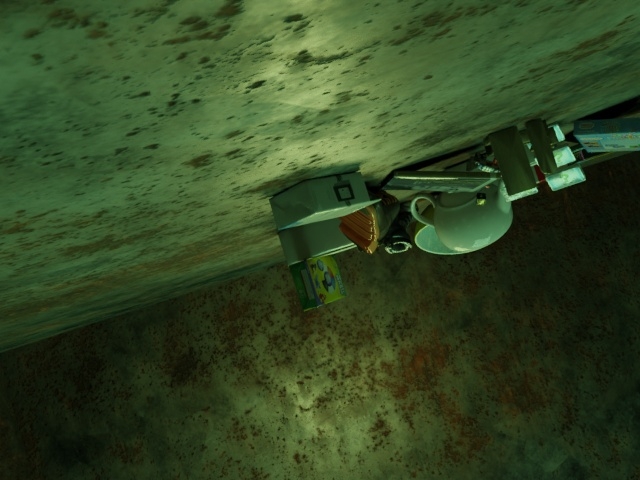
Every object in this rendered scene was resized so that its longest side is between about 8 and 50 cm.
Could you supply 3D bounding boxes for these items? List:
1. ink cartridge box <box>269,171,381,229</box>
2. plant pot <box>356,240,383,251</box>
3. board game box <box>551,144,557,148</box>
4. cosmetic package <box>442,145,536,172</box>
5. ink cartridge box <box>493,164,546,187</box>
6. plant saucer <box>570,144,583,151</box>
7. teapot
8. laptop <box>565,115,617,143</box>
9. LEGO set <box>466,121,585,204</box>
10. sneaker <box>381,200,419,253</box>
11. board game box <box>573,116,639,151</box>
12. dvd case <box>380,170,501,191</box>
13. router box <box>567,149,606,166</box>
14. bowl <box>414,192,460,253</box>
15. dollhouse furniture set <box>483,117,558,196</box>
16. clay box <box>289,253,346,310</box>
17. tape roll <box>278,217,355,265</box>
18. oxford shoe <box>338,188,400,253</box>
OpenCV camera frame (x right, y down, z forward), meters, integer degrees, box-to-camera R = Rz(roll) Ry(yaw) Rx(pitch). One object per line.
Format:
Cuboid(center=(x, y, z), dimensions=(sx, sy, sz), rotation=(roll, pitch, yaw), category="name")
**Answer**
Cuboid(center=(0.011, -0.074, 1.217), dimensions=(0.180, 0.060, 0.104), rotation=(-14, 174, -45), category="ink cartridge box")
Cuboid(center=(0.169, -0.037, 2.321), dimensions=(0.109, 0.109, 0.096), rotation=(-19, -172, 19), category="plant pot")
Cuboid(center=(0.625, -0.244, 1.955), dimensions=(0.104, 0.026, 0.154), rotation=(-19, 176, 23), category="board game box")
Cuboid(center=(0.415, -0.179, 1.615), dimensions=(0.239, 0.060, 0.099), rotation=(-20, 178, 25), category="cosmetic package")
Cuboid(center=(0.657, -0.207, 2.274), dimensions=(0.231, 0.078, 0.134), rotation=(-18, 177, 2), category="ink cartridge box")
Cuboid(center=(0.873, -0.314, 2.208), dimensions=(0.192, 0.018, 0.067), rotation=(-20, 176, 17), category="plant saucer")
Cuboid(center=(0.432, -0.101, 2.036), dimensions=(0.256, 0.187, 0.252), rotation=(-34, -155, -2), category="teapot")
Cuboid(center=(0.776, -0.317, 1.695), dimensions=(0.264, 0.136, 0.234), rotation=(-43, 179, -5), category="laptop")
Cuboid(center=(0.443, -0.146, 1.525), dimensions=(0.244, 0.060, 0.182), rotation=(-19, 132, 30), category="LEGO set")
Cuboid(center=(0.260, -0.040, 2.249), dimensions=(0.101, 0.153, 0.269), rotation=(-20, 176, 34), category="sneaker")
Cuboid(center=(0.683, -0.240, 1.570), dimensions=(0.160, 0.039, 0.211), rotation=(2, 178, 29), category="board game box")
Cuboid(center=(0.250, -0.124, 1.451), dimensions=(0.221, 0.018, 0.164), rotation=(0, 175, -5), category="dvd case")
Cuboid(center=(0.991, -0.321, 2.450), dimensions=(0.179, 0.046, 0.133), rotation=(-18, 176, -5), category="router box")
Cuboid(center=(0.464, -0.081, 2.356), dimensions=(0.290, 0.156, 0.289), rotation=(-1, 153, 0), category="bowl")
Cuboid(center=(0.404, -0.159, 1.360), dimensions=(0.144, 0.123, 0.151), rotation=(-18, 177, -1), category="dollhouse furniture set")
Cuboid(center=(0.002, 0.108, 1.854), dimensions=(0.053, 0.127, 0.222), rotation=(-19, 177, 26), category="clay box")
Cuboid(center=(0.029, -0.016, 1.920), dimensions=(0.286, 0.100, 0.286), rotation=(-17, 176, -1), category="tape roll")
Cuboid(center=(0.111, -0.074, 1.570), dimensions=(0.132, 0.130, 0.363), rotation=(-50, 172, -6), category="oxford shoe")
